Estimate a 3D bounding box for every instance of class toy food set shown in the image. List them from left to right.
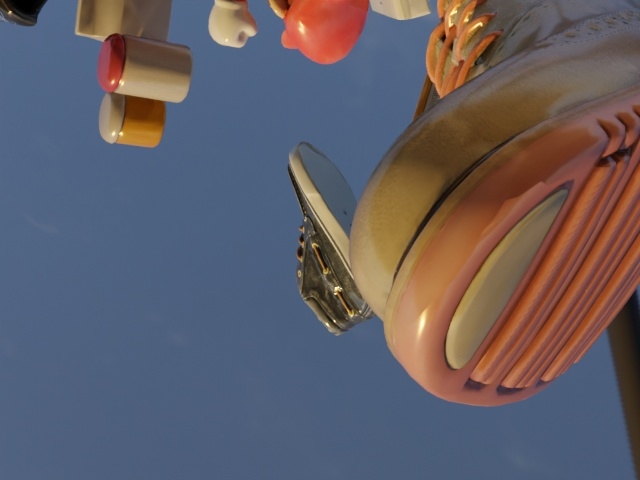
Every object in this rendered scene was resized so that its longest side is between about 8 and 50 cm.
[{"bbox_3d":[-0.142,-0.183,0.794,0.104,0.111,0.232,6,-87,-26],"label":"toy food set"}]

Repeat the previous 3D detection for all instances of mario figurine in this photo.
[{"bbox_3d":[-0.066,-0.350,1.418,0.198,0.170,0.320,-32,-89,19],"label":"mario figurine"}]

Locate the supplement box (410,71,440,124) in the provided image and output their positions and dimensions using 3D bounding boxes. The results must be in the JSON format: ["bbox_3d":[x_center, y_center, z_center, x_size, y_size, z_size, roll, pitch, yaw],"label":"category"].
[{"bbox_3d":[0.122,-0.130,0.734,0.080,0.078,0.233,11,-110,26],"label":"supplement box"}]

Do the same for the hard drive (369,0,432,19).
[{"bbox_3d":[0.052,-0.446,1.405,0.047,0.233,0.353,-16,-75,-2],"label":"hard drive"}]

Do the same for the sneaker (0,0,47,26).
[{"bbox_3d":[-0.191,-0.268,0.878,0.090,0.081,0.232,39,-75,38],"label":"sneaker"}]

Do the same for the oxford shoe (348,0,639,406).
[{"bbox_3d":[0.089,-0.047,0.493,0.146,0.397,0.140,37,-66,15],"label":"oxford shoe"}]

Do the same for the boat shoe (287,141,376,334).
[{"bbox_3d":[0.000,0.000,1.137,0.083,0.065,0.183,-34,-100,30],"label":"boat shoe"}]
